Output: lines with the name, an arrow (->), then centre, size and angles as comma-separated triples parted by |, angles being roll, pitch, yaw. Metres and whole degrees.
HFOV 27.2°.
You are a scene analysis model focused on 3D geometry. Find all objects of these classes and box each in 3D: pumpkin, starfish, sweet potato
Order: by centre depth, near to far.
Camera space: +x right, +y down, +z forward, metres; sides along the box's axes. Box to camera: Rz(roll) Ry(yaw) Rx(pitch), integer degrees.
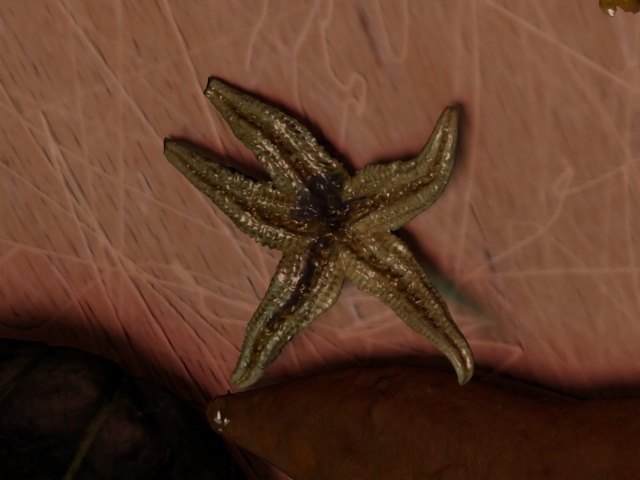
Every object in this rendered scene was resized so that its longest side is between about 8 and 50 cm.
starfish -> 0.001, 0.000, 0.728 | 0.223, 0.050, 0.217 | 45, 111, 17
sweet potato -> 0.086, 0.138, 0.728 | 0.336, 0.131, 0.131 | 4, 121, 23
pumpkin -> -0.188, 0.210, 0.832 | 0.323, 0.241, 0.323 | 13, 126, 18

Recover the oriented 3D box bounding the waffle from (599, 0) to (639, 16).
waffle -> 0.202, -0.149, 0.538 | 0.283, 0.065, 0.310 | -9, 112, 27
